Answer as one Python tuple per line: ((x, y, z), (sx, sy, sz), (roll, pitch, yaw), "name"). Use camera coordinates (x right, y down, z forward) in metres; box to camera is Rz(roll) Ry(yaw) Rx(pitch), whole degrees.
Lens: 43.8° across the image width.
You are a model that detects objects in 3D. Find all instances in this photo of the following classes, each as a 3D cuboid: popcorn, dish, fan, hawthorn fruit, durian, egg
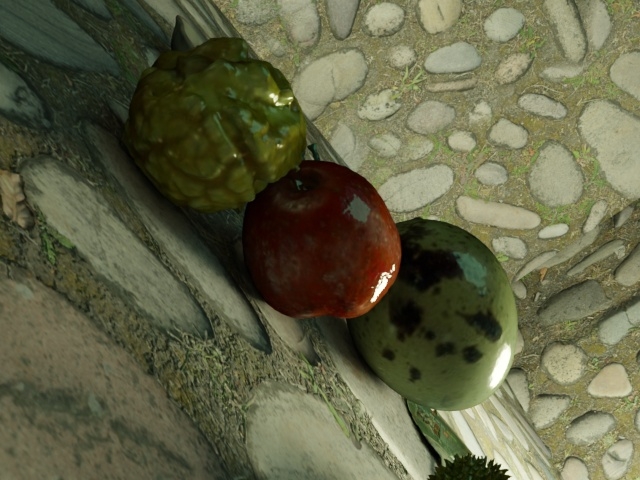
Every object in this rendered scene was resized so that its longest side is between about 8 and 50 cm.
((-0.159, -0.167, 1.207), (0.247, 0.282, 0.282), (55, 8, -31), "popcorn")
((-0.295, -0.412, 1.872), (0.229, 0.081, 0.229), (55, 7, -11), "dish")
((0.248, 0.425, 1.722), (0.223, 0.012, 0.294), (54, 15, 25), "fan")
((0.000, 0.000, 1.337), (0.284, 0.284, 0.284), (51, 11, -14), "hawthorn fruit")
((0.219, 0.417, 1.168), (0.176, 0.200, 0.237), (31, -10, 19), "durian")
((0.236, 0.158, 1.654), (0.428, 0.345, 0.345), (55, 9, -21), "egg")

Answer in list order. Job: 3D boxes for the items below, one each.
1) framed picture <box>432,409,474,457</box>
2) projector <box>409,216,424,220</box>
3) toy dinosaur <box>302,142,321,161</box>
((0.332, 0.517, 1.833), (0.184, 0.016, 0.250), (50, 11, -18), "framed picture")
((0.224, 0.117, 1.945), (0.249, 0.248, 0.248), (53, 4, -8), "projector")
((-0.014, -0.056, 1.940), (0.331, 0.129, 0.383), (66, 22, -10), "toy dinosaur")
